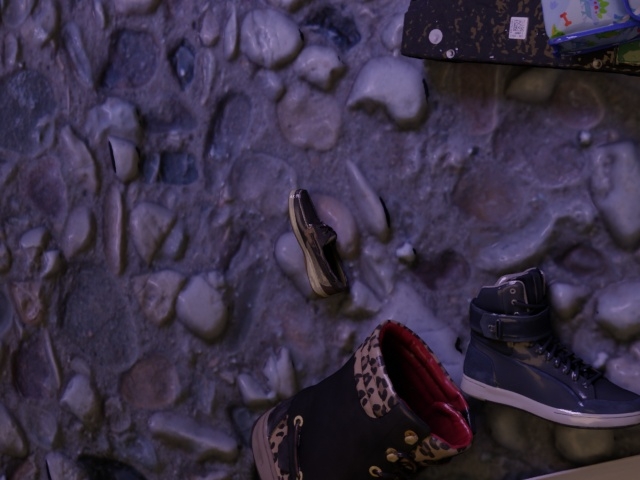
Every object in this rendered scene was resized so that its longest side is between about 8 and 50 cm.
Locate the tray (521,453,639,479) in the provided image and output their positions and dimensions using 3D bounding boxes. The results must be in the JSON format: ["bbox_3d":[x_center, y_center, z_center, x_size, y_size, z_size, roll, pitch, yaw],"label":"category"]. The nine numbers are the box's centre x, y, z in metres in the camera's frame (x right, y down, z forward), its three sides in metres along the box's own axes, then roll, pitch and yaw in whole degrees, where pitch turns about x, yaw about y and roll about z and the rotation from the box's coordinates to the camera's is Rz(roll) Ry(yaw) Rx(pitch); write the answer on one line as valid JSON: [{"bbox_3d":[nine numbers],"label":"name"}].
[{"bbox_3d":[0.314,0.338,1.130,0.270,0.030,0.145,-22,84,31],"label":"tray"}]

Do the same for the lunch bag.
[{"bbox_3d":[0.300,-0.269,0.979,0.151,0.096,0.128,-9,87,17],"label":"lunch bag"}]

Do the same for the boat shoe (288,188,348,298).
[{"bbox_3d":[0.000,0.000,1.283,0.049,0.056,0.152,-16,96,27],"label":"boat shoe"}]

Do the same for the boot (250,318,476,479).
[{"bbox_3d":[0.074,0.310,1.171,0.284,0.138,0.377,-48,52,33],"label":"boot"}]

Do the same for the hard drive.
[{"bbox_3d":[0.264,-0.312,1.082,0.339,0.064,0.237,10,100,31],"label":"hard drive"}]

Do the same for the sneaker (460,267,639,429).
[{"bbox_3d":[0.271,0.120,1.104,0.226,0.086,0.163,11,103,32],"label":"sneaker"}]
